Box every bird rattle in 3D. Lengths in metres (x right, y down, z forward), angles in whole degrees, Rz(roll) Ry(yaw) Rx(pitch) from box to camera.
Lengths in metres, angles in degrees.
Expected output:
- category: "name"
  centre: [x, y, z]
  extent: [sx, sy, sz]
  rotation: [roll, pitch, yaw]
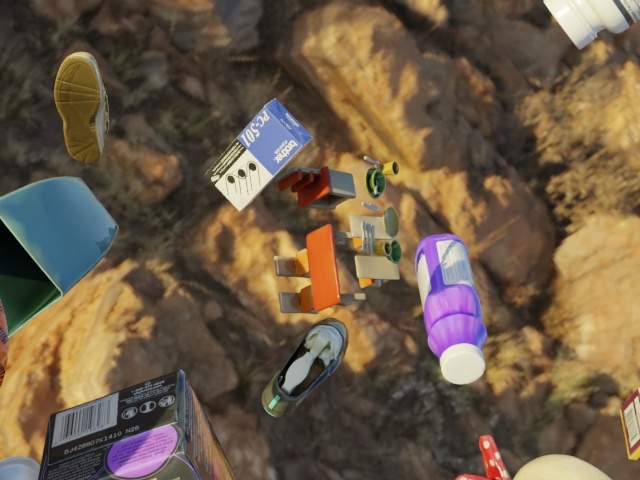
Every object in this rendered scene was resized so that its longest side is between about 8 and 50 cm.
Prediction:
- category: "bird rattle"
  centre: [0.247, 0.289, 1.055]
  extent: [0.143, 0.207, 0.253]
  rotation: [-16, 62, -31]

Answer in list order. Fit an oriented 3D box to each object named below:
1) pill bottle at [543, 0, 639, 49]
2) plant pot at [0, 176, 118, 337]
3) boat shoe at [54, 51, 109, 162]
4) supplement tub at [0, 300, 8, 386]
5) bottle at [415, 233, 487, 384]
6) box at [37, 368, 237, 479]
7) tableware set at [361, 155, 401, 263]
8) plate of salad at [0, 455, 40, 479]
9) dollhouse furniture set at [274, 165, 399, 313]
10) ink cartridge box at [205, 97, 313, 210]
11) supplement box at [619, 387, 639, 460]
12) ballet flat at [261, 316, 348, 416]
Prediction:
- category: "pill bottle"
  centre: [0.334, -0.288, 1.161]
  extent: [0.094, 0.169, 0.094]
  rotation: [47, 19, -22]
- category: "plant pot"
  centre: [-0.425, 0.006, 1.598]
  extent: [0.166, 0.165, 0.234]
  rotation: [52, 30, -7]
- category: "boat shoe"
  centre: [-0.246, -0.144, 1.107]
  extent: [0.050, 0.135, 0.045]
  rotation: [11, 44, -1]
- category: "supplement tub"
  centre: [-0.449, 0.097, 0.888]
  extent: [0.338, 0.207, 0.207]
  rotation: [-1, 60, -54]
- category: "bottle"
  centre: [0.209, 0.109, 1.694]
  extent: [0.283, 0.092, 0.118]
  rotation: [-93, 176, -55]
- category: "box"
  centre: [-0.173, 0.303, 1.149]
  extent: [0.143, 0.165, 0.270]
  rotation: [-103, 174, -61]
- category: "tableware set"
  centre: [0.098, -0.046, 1.577]
  extent: [0.104, 0.024, 0.154]
  rotation: [20, 68, -53]
- category: "plate of salad"
  centre: [-0.383, 0.329, 1.184]
  extent: [0.048, 0.200, 0.200]
  rotation: [21, 24, 21]
- category: "dollhouse furniture set"
  centre: [0.000, 0.000, 1.977]
  extent: [0.135, 0.262, 0.259]
  rotation: [4, 71, -35]
- category: "ink cartridge box"
  centre: [-0.113, -0.151, 1.902]
  extent: [0.097, 0.207, 0.046]
  rotation: [47, 38, -1]
- category: "supplement box"
  centre: [0.325, 0.174, 0.974]
  extent: [0.083, 0.043, 0.055]
  rotation: [9, 48, -10]
- category: "ballet flat"
  centre: [-0.014, 0.240, 2.116]
  extent: [0.095, 0.096, 0.280]
  rotation: [33, 51, 6]
